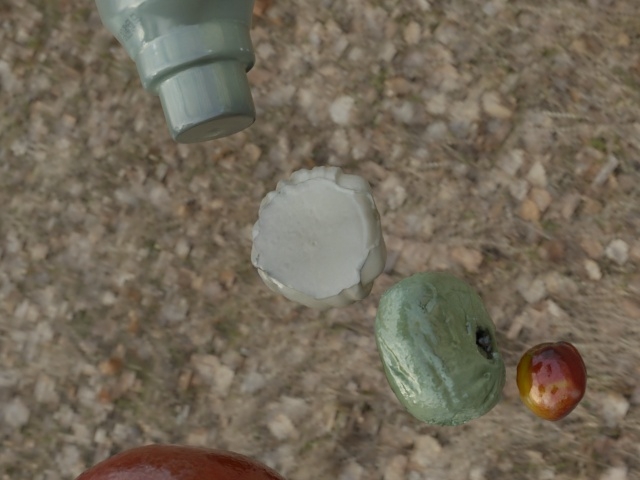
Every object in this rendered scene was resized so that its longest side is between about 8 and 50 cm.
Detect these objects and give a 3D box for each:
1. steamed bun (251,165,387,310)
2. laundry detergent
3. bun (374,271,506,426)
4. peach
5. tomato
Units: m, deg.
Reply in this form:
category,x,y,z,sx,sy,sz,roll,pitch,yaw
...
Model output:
category,x,y,z,sx,sy,sz,roll,pitch,yaw
steamed bun,0.000,0.000,1.627,0.183,0.106,0.183,-2,81,13
laundry detergent,-0.123,-0.272,0.947,0.264,0.124,0.398,145,112,-66
bun,0.168,0.136,1.749,0.108,0.221,0.221,-34,53,42
peach,0.305,0.186,1.720,0.100,0.101,0.101,-15,64,35
tomato,-0.146,0.287,1.323,0.338,0.338,0.144,-19,64,33
